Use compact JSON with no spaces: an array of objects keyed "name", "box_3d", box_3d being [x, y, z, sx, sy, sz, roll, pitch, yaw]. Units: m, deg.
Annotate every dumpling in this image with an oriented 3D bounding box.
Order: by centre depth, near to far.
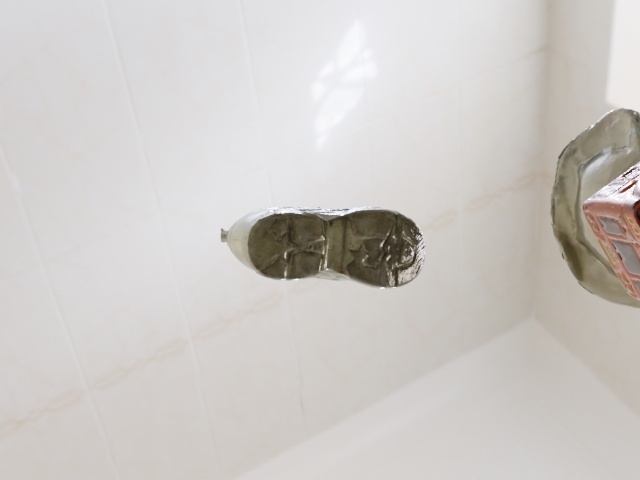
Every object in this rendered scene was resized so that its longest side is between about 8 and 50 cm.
[{"name":"dumpling","box_3d":[0.524,-0.025,1.785,0.260,0.341,0.181,-31,-168,39]}]

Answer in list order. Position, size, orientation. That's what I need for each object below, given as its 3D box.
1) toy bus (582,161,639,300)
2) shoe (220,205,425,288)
[{"name":"toy bus","box_3d":[0.414,-0.071,0.965,0.329,0.143,0.153,-35,-167,-8]},{"name":"shoe","box_3d":[0.000,0.000,1.742,0.341,0.132,0.210,2,-174,-28]}]
